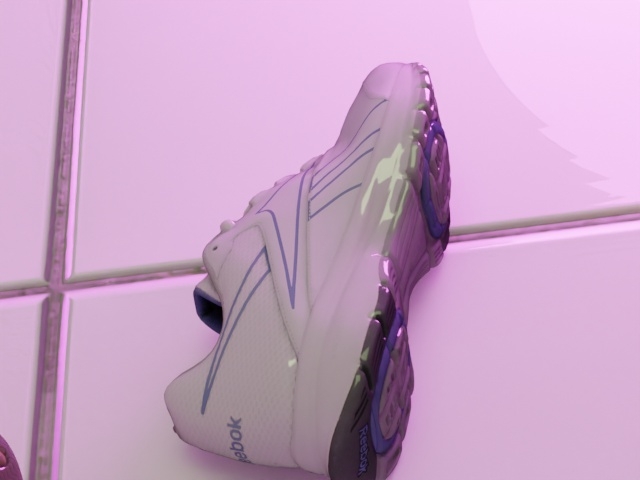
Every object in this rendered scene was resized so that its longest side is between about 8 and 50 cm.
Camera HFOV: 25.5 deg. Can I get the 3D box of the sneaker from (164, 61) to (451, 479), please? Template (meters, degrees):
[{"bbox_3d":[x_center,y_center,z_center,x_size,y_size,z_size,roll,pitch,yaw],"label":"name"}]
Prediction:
[{"bbox_3d":[0.000,0.000,0.789,0.129,0.111,0.297,2,44,18],"label":"sneaker"}]

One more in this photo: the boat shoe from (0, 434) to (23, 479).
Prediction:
[{"bbox_3d":[-0.197,0.225,0.591,0.116,0.123,0.324,-26,46,30],"label":"boat shoe"}]
